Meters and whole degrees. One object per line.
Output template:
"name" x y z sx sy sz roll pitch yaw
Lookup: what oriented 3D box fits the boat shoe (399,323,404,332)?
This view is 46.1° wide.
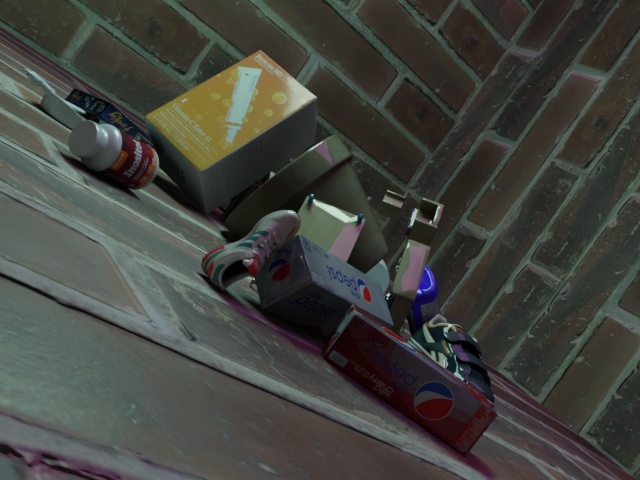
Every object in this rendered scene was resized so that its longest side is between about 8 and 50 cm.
"boat shoe" 0.181 0.199 1.981 0.076 0.080 0.228 -2 1 4

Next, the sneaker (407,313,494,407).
"sneaker" 0.326 0.281 1.805 0.126 0.127 0.321 35 4 -33

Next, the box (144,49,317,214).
"box" -0.206 -0.261 1.786 0.215 0.345 0.168 43 -25 22

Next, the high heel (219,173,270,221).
"high heel" -0.164 -0.115 1.957 0.093 0.186 0.261 36 3 7

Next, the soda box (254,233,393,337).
"soda box" 0.009 0.090 1.228 0.286 0.098 0.091 33 34 -54

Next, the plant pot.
"plant pot" -0.002 -0.030 1.674 0.280 0.323 0.323 51 3 0

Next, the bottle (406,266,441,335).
"bottle" 0.274 0.191 2.001 0.283 0.092 0.118 73 5 -45

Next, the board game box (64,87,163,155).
"board game box" -0.479 -0.267 1.734 0.165 0.042 0.243 44 -11 -38

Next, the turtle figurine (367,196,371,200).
"turtle figurine" 0.000 0.000 1.979 0.198 0.274 0.266 -1 -9 25

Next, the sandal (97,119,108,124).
"sandal" -0.411 -0.177 1.579 0.097 0.054 0.254 38 -7 11

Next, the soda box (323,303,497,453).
"soda box" 0.133 0.209 1.143 0.263 0.083 0.092 36 4 -2

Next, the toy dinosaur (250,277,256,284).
"toy dinosaur" -0.066 0.080 1.266 0.092 0.053 0.183 37 3 5

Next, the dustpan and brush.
"dustpan and brush" -0.560 -0.294 1.596 0.147 0.060 0.211 37 3 32

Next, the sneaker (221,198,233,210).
"sneaker" -0.290 -0.162 2.086 0.292 0.108 0.169 35 0 -33

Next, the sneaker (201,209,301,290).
"sneaker" -0.090 0.019 1.081 0.075 0.161 0.057 51 -11 53

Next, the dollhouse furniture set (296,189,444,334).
"dollhouse furniture set" 0.052 0.033 1.521 0.303 0.286 0.198 21 -39 4

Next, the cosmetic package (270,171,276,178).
"cosmetic package" -0.105 -0.101 2.654 0.230 0.161 0.453 32 5 -46

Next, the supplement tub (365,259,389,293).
"supplement tub" 0.110 0.090 2.188 0.144 0.144 0.200 34 3 -20

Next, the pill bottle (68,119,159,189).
"pill bottle" -0.360 -0.150 1.309 0.086 0.086 0.152 37 4 31
